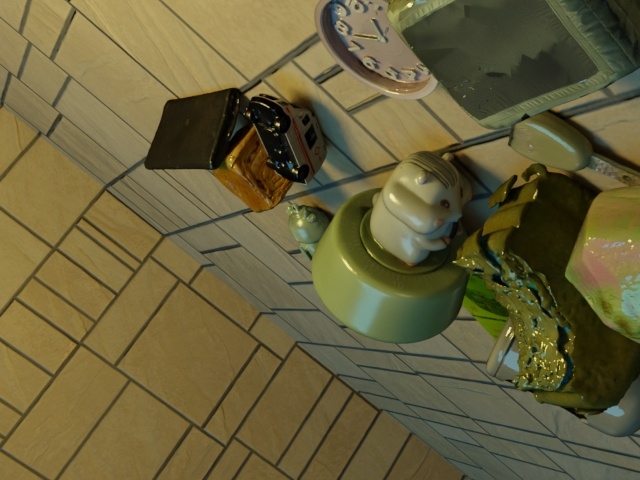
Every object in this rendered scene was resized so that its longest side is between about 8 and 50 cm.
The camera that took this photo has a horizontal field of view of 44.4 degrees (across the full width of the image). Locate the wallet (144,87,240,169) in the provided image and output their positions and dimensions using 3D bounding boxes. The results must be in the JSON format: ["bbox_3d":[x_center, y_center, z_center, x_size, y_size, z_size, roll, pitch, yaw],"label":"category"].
[{"bbox_3d":[-0.273,-0.228,1.658,0.044,0.170,0.321,19,173,-34],"label":"wallet"}]

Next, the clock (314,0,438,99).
[{"bbox_3d":[0.090,-0.281,1.056,0.197,0.068,0.197,31,160,12],"label":"clock"}]

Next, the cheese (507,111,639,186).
[{"bbox_3d":[0.349,-0.117,1.066,0.192,0.037,0.097,29,162,18],"label":"cheese"}]

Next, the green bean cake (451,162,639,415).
[{"bbox_3d":[0.339,0.081,1.188,0.310,0.285,0.202,38,166,-4],"label":"green bean cake"}]

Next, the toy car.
[{"bbox_3d":[-0.057,-0.203,1.446,0.089,0.108,0.209,25,155,33],"label":"toy car"}]

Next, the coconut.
[{"bbox_3d":[0.426,0.029,1.006,0.236,0.204,0.236,9,154,4],"label":"coconut"}]

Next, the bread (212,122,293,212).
[{"bbox_3d":[-0.127,-0.156,1.620,0.158,0.149,0.143,45,157,-12],"label":"bread"}]

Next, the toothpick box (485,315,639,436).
[{"bbox_3d":[0.482,0.205,1.393,0.316,0.229,0.229,27,160,17],"label":"toothpick box"}]

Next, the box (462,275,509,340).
[{"bbox_3d":[0.359,0.122,1.617,0.335,0.047,0.187,44,159,-27],"label":"box"}]

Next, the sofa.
[{"bbox_3d":[0.215,-0.254,0.819,0.210,0.176,0.225,41,146,-20],"label":"sofa"}]

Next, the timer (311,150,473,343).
[{"bbox_3d":[0.155,-0.021,1.352,0.291,0.290,0.315,31,140,11],"label":"timer"}]

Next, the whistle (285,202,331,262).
[{"bbox_3d":[0.000,0.001,1.844,0.253,0.106,0.101,56,-177,-33],"label":"whistle"}]
